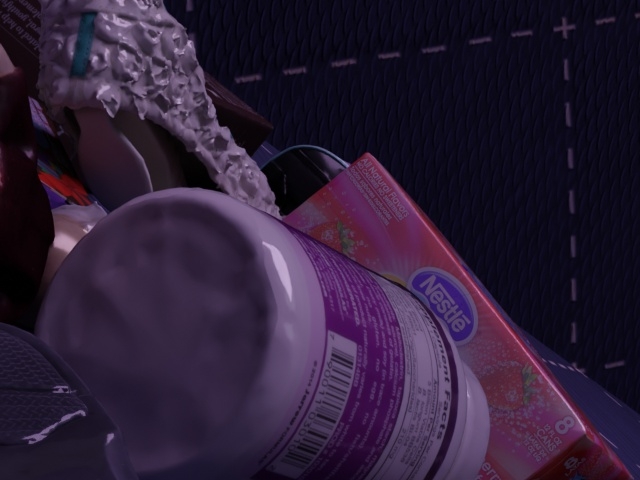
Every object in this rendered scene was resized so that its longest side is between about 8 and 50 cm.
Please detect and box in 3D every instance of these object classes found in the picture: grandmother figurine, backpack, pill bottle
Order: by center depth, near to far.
[{"bbox_3d":[-0.203,-0.029,0.937,0.104,0.207,0.342,4,-23,25],"label":"grandmother figurine"},{"bbox_3d":[-0.016,0.087,1.008,0.169,0.169,0.301,42,7,32],"label":"pill bottle"},{"bbox_3d":[0.000,0.000,1.713,0.188,0.166,0.144,41,5,-3],"label":"backpack"}]

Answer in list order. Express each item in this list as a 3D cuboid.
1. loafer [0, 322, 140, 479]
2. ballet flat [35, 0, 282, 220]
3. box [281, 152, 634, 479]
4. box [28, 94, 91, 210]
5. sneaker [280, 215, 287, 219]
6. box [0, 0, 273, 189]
[{"bbox_3d":[-0.087,0.143,0.596,0.109,0.095,0.302,-6,34,-27],"label":"loafer"},{"bbox_3d":[-0.136,-0.047,1.395,0.147,0.147,0.409,43,-11,34],"label":"ballet flat"},{"bbox_3d":[0.085,0.098,1.332,0.300,0.142,0.154,54,6,32],"label":"box"},{"bbox_3d":[-0.282,-0.095,1.302,0.201,0.057,0.293,35,7,-26],"label":"box"},{"bbox_3d":[0.014,0.061,1.585,0.232,0.115,0.090,40,6,15],"label":"sneaker"},{"bbox_3d":[-0.209,-0.144,1.703,0.191,0.143,0.381,40,9,15],"label":"box"}]
